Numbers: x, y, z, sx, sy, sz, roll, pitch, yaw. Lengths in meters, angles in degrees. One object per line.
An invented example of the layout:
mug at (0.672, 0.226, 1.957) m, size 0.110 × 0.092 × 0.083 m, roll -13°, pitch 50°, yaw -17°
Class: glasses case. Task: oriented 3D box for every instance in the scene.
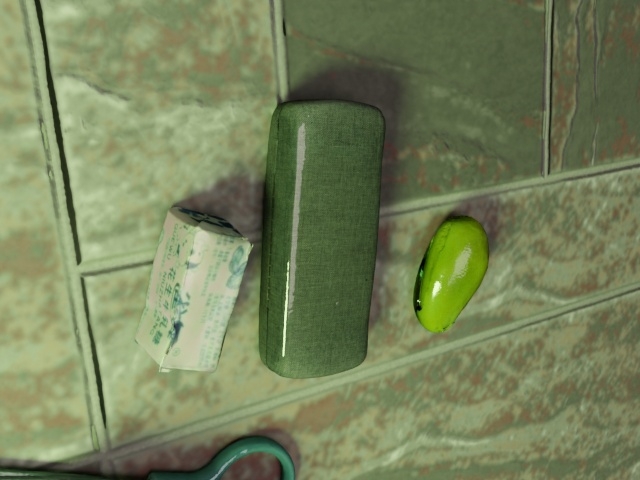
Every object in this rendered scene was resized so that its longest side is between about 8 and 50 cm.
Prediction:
glasses case at (0.000, 0.000, 0.791) m, size 0.131 × 0.074 × 0.323 m, roll -2°, pitch 102°, yaw -29°

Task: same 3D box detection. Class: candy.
candy at (-0.134, 0.053, 0.717) m, size 0.073 × 0.092 × 0.160 m, roll 12°, pitch 97°, yaw -33°

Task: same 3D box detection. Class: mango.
mango at (0.177, 0.047, 0.905) m, size 0.091 × 0.074 × 0.165 m, roll 11°, pitch 96°, yaw -33°

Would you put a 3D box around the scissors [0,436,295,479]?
scissors at (-0.227, 0.287, 0.753) m, size 0.447 × 0.029 × 0.193 m, roll 21°, pitch 90°, yaw -32°
